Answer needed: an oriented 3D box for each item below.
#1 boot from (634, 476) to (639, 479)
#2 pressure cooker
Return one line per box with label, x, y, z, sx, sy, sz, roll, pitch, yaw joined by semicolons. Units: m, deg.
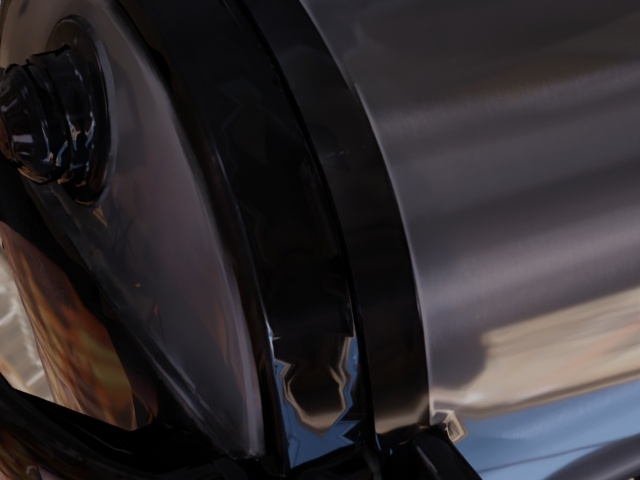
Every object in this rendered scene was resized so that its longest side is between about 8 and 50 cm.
boot;0.377;0.268;0.860;0.138;0.377;0.284;-34;159;20
pressure cooker;0.000;-0.006;0.573;0.420;0.376;0.370;-16;179;-29
